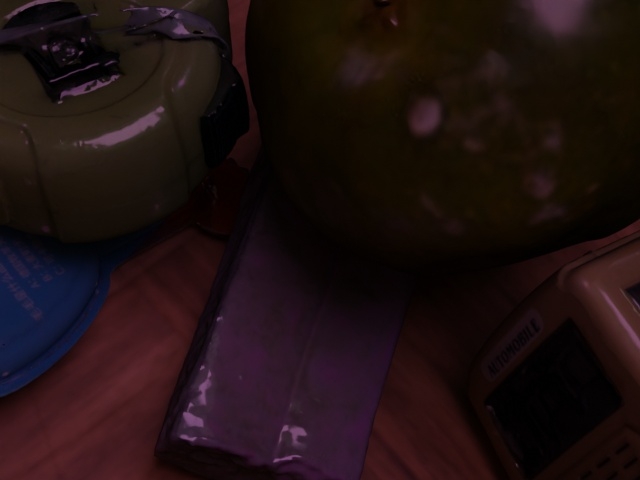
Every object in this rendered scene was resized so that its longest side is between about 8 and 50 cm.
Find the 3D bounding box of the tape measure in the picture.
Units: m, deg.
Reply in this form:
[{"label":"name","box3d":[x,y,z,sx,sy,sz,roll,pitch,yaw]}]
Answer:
[{"label":"tape measure","box3d":[-0.117,-0.073,0.744,0.177,0.087,0.154,-19,52,-10]}]

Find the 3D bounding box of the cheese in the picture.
[{"label":"cheese","box3d":[-0.133,0.005,0.768,0.256,0.037,0.106,-31,77,-38]}]

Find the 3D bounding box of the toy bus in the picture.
[{"label":"toy bus","box3d":[0.272,0.053,0.803,0.365,0.177,0.202,-21,70,-30]}]

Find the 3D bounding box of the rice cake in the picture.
[{"label":"rice cake","box3d":[0.001,0.002,0.805,0.106,0.050,0.298,25,55,-14]}]

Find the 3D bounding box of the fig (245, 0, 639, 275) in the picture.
[{"label":"fig","box3d":[0.086,-0.092,0.780,0.233,0.314,0.233,0,92,9]}]
